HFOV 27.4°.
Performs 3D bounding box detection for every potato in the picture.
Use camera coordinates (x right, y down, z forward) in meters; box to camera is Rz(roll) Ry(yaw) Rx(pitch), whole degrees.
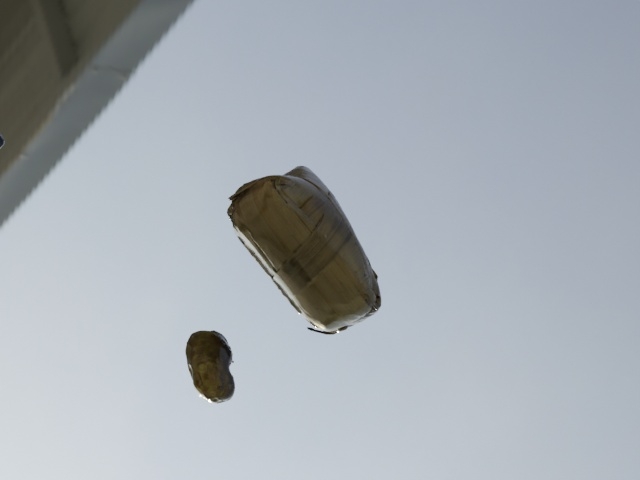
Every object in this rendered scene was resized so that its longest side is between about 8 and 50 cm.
[{"bbox_3d":[-0.105,0.116,1.248,0.045,0.046,0.092,-9,-139,-4],"label":"potato"}]

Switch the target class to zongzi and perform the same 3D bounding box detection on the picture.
[{"bbox_3d":[0.000,0.000,1.448,0.099,0.197,0.194,-36,-90,20],"label":"zongzi"}]

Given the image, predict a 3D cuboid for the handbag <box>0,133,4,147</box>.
[{"bbox_3d":[-0.376,-0.079,0.812,0.303,0.122,0.329,-39,-91,31],"label":"handbag"}]
